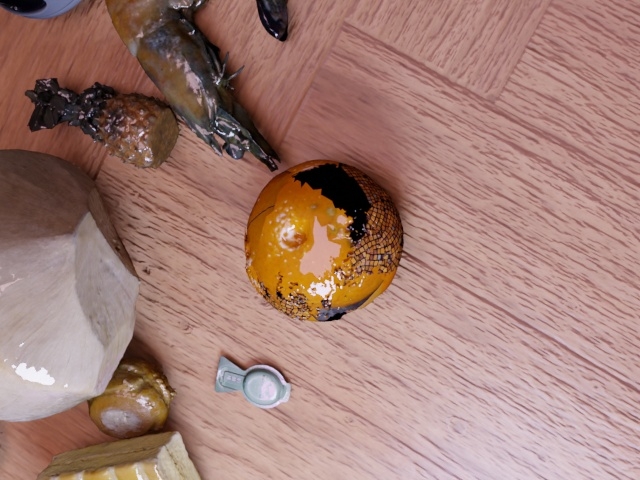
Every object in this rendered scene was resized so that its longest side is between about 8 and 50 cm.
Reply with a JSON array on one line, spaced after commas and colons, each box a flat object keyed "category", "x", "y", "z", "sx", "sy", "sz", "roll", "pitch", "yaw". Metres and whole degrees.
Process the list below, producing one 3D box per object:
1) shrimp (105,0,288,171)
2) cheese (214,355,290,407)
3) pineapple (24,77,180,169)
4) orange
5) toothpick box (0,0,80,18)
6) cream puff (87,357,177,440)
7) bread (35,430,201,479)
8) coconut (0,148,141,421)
[{"category": "shrimp", "x": -0.149, "y": -0.307, "z": 1.759, "sx": 0.272, "sy": 0.085, "sz": 0.445, "roll": -30, "pitch": 83, "yaw": 13}, {"category": "cheese", "x": -0.103, "y": 0.218, "z": 1.824, "sx": 0.120, "sy": 0.026, "sz": 0.067, "roll": 14, "pitch": 99, "yaw": 16}, {"category": "pineapple", "x": -0.338, "y": -0.186, "z": 1.805, "sx": 0.237, "sy": 0.119, "sz": 0.111, "roll": 18, "pitch": 88, "yaw": 16}, {"category": "orange", "x": 0.000, "y": 0.000, "z": 1.695, "sx": 0.234, "sy": 0.182, "sz": 0.234, "roll": 0, "pitch": 91, "yaw": 29}, {"category": "toothpick box", "x": -0.487, "y": -0.471, "z": 1.675, "sx": 0.263, "sy": 0.354, "sz": 0.263, "roll": -1, "pitch": 87, "yaw": 29}, {"category": "cream puff", "x": -0.292, "y": 0.238, "z": 1.840, "sx": 0.126, "sy": 0.103, "sz": 0.144, "roll": 40, "pitch": 127, "yaw": -22}, {"category": "bread", "x": -0.287, "y": 0.427, "z": 1.839, "sx": 0.239, "sy": 0.111, "sz": 0.246, "roll": -13, "pitch": 111, "yaw": 23}, {"category": "coconut", "x": -0.434, "y": 0.067, "z": 1.746, "sx": 0.415, "sy": 0.344, "sz": 0.415, "roll": 17, "pitch": 126, "yaw": 25}]
